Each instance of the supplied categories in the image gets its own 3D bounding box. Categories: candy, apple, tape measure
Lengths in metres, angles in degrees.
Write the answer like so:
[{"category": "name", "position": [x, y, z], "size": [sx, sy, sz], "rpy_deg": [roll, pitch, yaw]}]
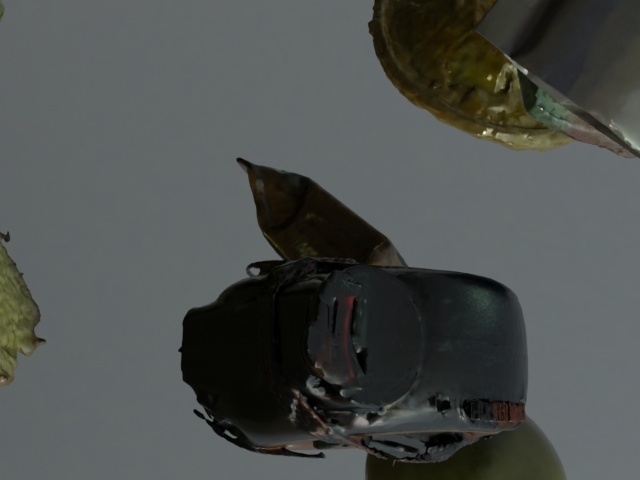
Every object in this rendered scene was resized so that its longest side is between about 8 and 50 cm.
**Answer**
[{"category": "candy", "position": [0.000, 0.000, 1.915], "size": [0.101, 0.143, 0.271], "rpy_deg": [-40, -133, -6]}, {"category": "apple", "position": [0.179, 0.309, 2.126], "size": [0.262, 0.262, 0.262], "rpy_deg": [-173, -90, -68]}, {"category": "tape measure", "position": [0.031, 0.082, 1.140], "size": [0.202, 0.223, 0.135], "rpy_deg": [-16, -110, 53]}]

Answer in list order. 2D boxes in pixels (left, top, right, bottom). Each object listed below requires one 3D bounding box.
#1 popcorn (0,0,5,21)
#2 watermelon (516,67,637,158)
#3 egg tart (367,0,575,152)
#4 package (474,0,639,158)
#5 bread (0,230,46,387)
[{"category": "popcorn", "position": [-0.376, -0.225, 1.470], "size": [0.195, 0.255, 0.256], "rpy_deg": [-45, 179, 6]}, {"category": "watermelon", "position": [0.300, -0.161, 1.529], "size": [0.193, 0.256, 0.140], "rpy_deg": [-63, -170, 11]}, {"category": "egg tart", "position": [0.210, -0.243, 2.072], "size": [0.319, 0.319, 0.128], "rpy_deg": [-107, -150, -44]}, {"category": "package", "position": [0.273, -0.158, 1.281], "size": [0.204, 0.251, 0.062], "rpy_deg": [-52, 175, 2]}, {"category": "bread", "position": [-0.335, 0.022, 1.434], "size": [0.229, 0.139, 0.143], "rpy_deg": [66, 28, -23]}]
